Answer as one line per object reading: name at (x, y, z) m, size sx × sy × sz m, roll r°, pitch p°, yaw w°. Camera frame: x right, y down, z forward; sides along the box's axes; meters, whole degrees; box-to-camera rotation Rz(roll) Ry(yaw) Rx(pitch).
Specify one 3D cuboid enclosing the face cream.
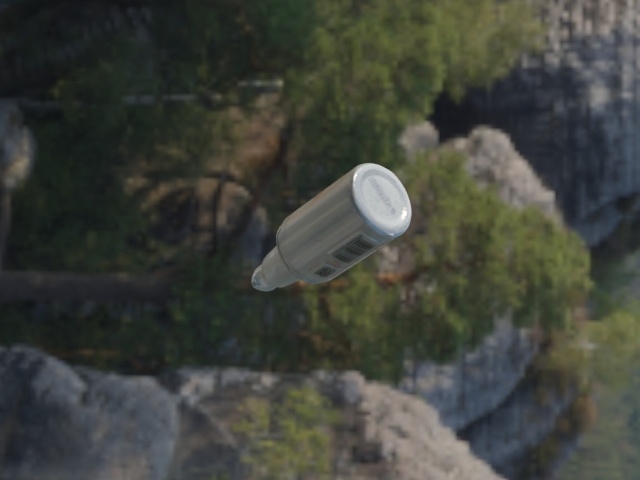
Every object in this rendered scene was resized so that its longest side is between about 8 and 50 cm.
face cream at (0.000, 0.000, 1.815) m, size 0.101 × 0.251 × 0.101 m, roll 22°, pitch 52°, yaw -31°
